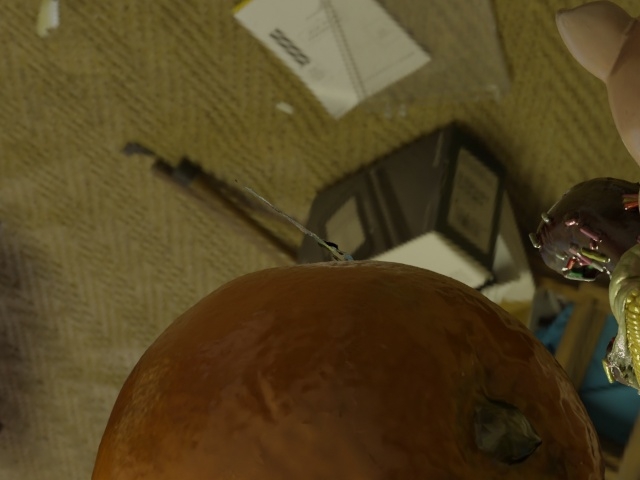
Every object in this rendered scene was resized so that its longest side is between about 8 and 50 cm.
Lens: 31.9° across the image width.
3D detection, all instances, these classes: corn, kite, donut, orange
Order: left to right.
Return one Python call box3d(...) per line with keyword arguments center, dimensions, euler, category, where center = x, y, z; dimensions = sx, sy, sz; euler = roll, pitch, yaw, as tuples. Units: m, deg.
box3d(center=(0.000, 0.000, 1.548), dimensions=(0.152, 0.015, 0.285), euler=(35, 177, 43), category="kite")
box3d(center=(0.018, 0.159, 0.667), dimensions=(0.312, 0.312, 0.312), euler=(12, 139, 11), category="orange")
box3d(center=(0.464, 0.070, 1.619), dimensions=(0.345, 0.136, 0.259), euler=(59, 161, -3), category="donut")
box3d(center=(0.416, 0.110, 1.326), dimensions=(0.122, 0.123, 0.305), euler=(25, 157, 34), category="corn")

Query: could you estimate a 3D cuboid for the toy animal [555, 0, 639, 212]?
box3d(center=(0.329, -0.138, 0.780), dimensions=(0.256, 0.213, 0.195), euler=(-37, 74, 60), category="toy animal")
